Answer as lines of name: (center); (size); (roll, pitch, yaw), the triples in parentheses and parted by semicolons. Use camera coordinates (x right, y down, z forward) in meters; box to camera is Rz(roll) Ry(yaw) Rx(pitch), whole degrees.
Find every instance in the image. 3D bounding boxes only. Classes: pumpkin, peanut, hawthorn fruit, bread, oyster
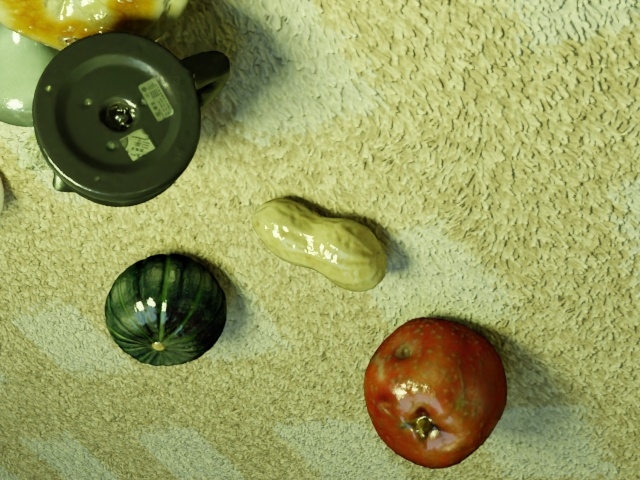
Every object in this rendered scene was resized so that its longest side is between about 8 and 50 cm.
pumpkin: (-0.310, 0.136, 1.833); (0.249, 0.216, 0.250); (-7, 125, -10)
peanut: (0.000, 0.000, 1.595); (0.256, 0.123, 0.123); (26, 140, 5)
hawthorn fruit: (0.208, 0.283, 1.676); (0.275, 0.300, 0.275); (6, 113, 13)
bread: (-0.330, -0.364, 1.310); (0.314, 0.171, 0.192); (1, 148, -3)
oyster: (-0.541, -0.166, 1.744); (0.098, 0.037, 0.100); (17, 139, 9)

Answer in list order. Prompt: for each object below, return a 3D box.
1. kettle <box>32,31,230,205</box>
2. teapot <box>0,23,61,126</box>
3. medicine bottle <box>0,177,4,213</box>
kettle: (-0.271, -0.181, 1.381); (0.228, 0.321, 0.324); (53, 167, -4)
teapot: (-0.473, -0.315, 1.460); (0.183, 0.183, 0.251); (15, 127, 12)
medicine bottle: (-0.823, -0.067, 1.829); (0.324, 0.256, 0.256); (-19, 124, 27)
